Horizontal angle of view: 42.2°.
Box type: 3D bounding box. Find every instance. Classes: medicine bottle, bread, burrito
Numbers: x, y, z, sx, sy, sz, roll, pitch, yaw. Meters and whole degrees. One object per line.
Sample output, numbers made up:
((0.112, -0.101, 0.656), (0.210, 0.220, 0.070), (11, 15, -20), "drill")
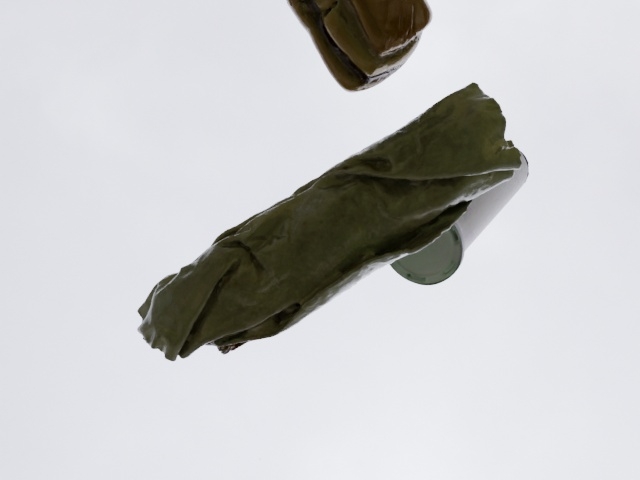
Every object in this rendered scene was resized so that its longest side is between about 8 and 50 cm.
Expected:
((0.221, -0.058, 1.230), (0.108, 0.426, 0.108), (10, -68, 25), "medicine bottle")
((0.025, -0.244, 0.764), (0.116, 0.077, 0.200), (-43, -73, -39), "bread")
((0.000, 0.000, 0.750), (0.392, 0.076, 0.117), (-32, -123, 9), "burrito")
